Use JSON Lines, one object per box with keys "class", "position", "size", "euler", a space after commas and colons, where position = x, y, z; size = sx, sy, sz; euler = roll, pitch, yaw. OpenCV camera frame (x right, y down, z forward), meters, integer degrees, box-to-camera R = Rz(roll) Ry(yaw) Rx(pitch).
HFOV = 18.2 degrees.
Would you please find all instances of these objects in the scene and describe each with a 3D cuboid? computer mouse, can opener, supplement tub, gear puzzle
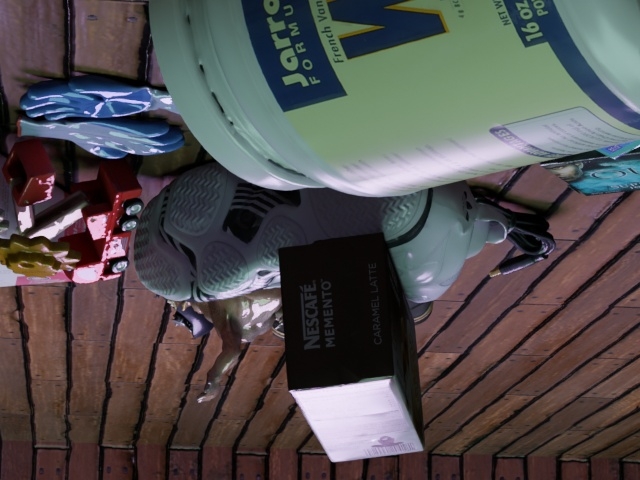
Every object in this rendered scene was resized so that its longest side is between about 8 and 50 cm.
{"class": "computer mouse", "position": [0.121, 0.005, 2.139], "size": [0.184, 0.060, 0.262], "euler": [19, 146, -40]}
{"class": "can opener", "position": [-0.167, 0.068, 2.426], "size": [0.059, 0.073, 0.186], "euler": [37, 178, 26]}
{"class": "supplement tub", "position": [0.083, -0.153, 1.146], "size": [0.325, 0.235, 0.235], "euler": [-12, 161, 41]}
{"class": "gear puzzle", "position": [-0.381, -0.001, 1.809], "size": [0.339, 0.044, 0.175], "euler": [12, 159, -27]}

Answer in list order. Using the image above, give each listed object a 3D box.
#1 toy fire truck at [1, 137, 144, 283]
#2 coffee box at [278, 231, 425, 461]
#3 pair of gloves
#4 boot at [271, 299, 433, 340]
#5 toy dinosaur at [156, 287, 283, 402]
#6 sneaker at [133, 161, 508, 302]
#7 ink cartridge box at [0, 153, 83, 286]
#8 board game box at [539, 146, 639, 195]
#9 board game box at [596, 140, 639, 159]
{"class": "toy fire truck", "position": [-0.242, -0.024, 1.919], "size": [0.135, 0.047, 0.192], "euler": [-13, 144, -27]}
{"class": "coffee box", "position": [0.032, 0.103, 1.853], "size": [0.098, 0.141, 0.246], "euler": [-8, 157, 7]}
{"class": "pair of gloves", "position": [-0.191, -0.106, 1.779], "size": [0.159, 0.023, 0.198], "euler": [4, 165, -12]}
{"class": "boot", "position": [0.035, 0.061, 2.352], "size": [0.198, 0.077, 0.137], "euler": [-12, 161, -3]}
{"class": "toy dinosaur", "position": [-0.083, 0.034, 2.128], "size": [0.127, 0.200, 0.295], "euler": [-9, 153, -42]}
{"class": "sneaker", "position": [0.000, 0.000, 1.949], "size": [0.366, 0.137, 0.210], "euler": [-15, 156, 37]}
{"class": "ink cartridge box", "position": [-0.353, -0.020, 1.984], "size": [0.159, 0.092, 0.218], "euler": [-5, 166, 20]}
{"class": "board game box", "position": [0.313, -0.076, 1.863], "size": [0.186, 0.026, 0.126], "euler": [-7, 164, 28]}
{"class": "board game box", "position": [0.172, -0.139, 1.462], "size": [0.210, 0.047, 0.160], "euler": [25, 159, -15]}
